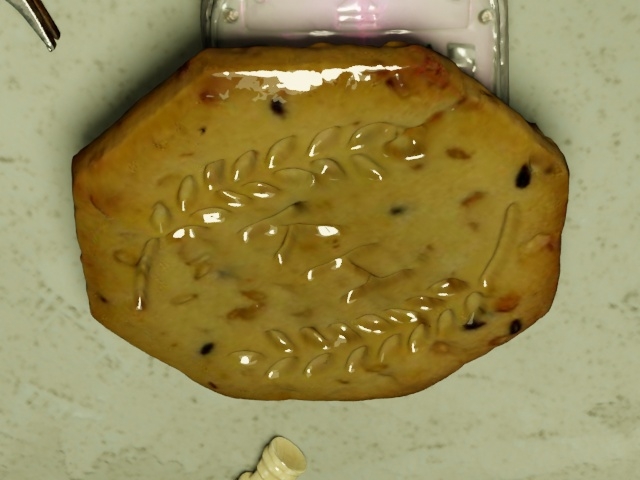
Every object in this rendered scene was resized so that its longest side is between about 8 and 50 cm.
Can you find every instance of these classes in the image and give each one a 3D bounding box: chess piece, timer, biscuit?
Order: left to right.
[{"bbox_3d":[-0.053,0.196,1.351,0.035,0.035,0.092,36,115,-18],"label":"chess piece"},{"bbox_3d":[0.000,0.000,1.189,0.359,0.046,0.359,-2,135,-2],"label":"biscuit"},{"bbox_3d":[0.025,-0.121,1.171,0.208,0.069,0.190,-4,120,-1],"label":"timer"}]

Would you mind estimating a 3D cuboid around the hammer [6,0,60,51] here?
[{"bbox_3d":[-0.262,-0.068,1.209,0.137,0.037,0.290,9,116,-4],"label":"hammer"}]
